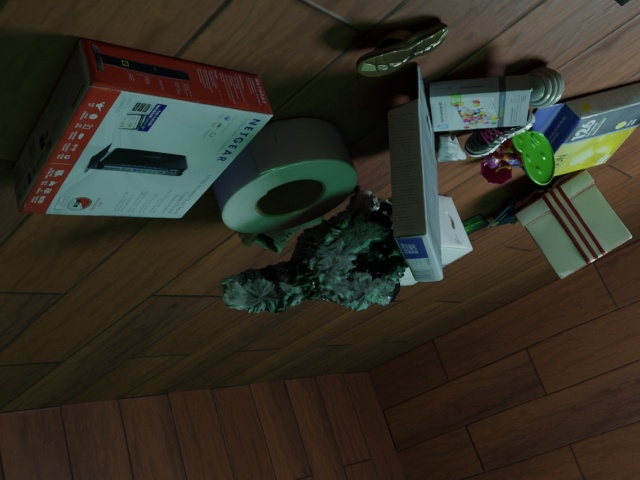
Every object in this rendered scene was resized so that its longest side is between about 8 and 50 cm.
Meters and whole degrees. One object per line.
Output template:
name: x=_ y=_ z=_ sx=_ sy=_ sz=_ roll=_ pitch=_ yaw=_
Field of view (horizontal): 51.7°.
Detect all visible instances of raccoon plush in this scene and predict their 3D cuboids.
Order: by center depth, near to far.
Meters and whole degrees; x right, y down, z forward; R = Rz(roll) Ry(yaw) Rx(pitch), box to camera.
raccoon plush: x=0.000 y=0.000 z=1.475 sx=0.445 sy=0.216 sz=0.299 roll=-1 pitch=-160 yaw=-6

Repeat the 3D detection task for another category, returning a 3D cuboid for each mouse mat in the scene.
mouse mat: x=0.446 y=-0.028 z=2.130 sx=0.189 sy=0.007 sz=0.152 roll=-26 pitch=158 yaw=19

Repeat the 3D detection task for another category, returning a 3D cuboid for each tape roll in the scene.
tape roll: x=-0.073 y=-0.123 z=1.316 sx=0.286 sy=0.100 sz=0.286 roll=-16 pitch=159 yaw=-6

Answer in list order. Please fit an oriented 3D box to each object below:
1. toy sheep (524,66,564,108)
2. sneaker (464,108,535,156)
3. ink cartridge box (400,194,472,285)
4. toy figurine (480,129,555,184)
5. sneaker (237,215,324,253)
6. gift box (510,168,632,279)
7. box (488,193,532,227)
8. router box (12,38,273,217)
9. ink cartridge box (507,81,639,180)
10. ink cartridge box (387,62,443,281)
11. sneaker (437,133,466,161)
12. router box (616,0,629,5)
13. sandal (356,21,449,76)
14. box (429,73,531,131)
toy sheep: x=0.441 y=-0.306 z=1.329 sx=0.132 sy=0.091 sz=0.091 roll=-25 pitch=168 yaw=-43
sneaker: x=0.393 y=-0.248 z=1.462 sx=0.170 sy=0.063 sz=0.075 roll=-28 pitch=158 yaw=10
ink cartridge box: x=0.254 y=-0.001 z=1.800 sx=0.168 sy=0.171 sz=0.232 roll=3 pitch=149 yaw=-45
toy figurine: x=0.448 y=-0.194 z=1.592 sx=0.173 sy=0.130 sz=0.159 roll=39 pitch=150 yaw=-27
sneaker: x=-0.091 y=-0.025 z=1.516 sx=0.232 sy=0.115 sz=0.090 roll=-7 pitch=161 yaw=-27
gift box: x=0.714 y=-0.047 z=1.917 sx=0.255 sy=0.258 sz=0.276 roll=-33 pitch=168 yaw=12
box: x=0.640 y=-0.100 z=2.073 sx=0.225 sy=0.037 sz=0.136 roll=-11 pitch=157 yaw=-23
router box: x=-0.292 y=-0.157 z=1.067 sx=0.301 sy=0.082 sz=0.335 roll=0 pitch=152 yaw=-41
ink cartridge box: x=0.633 y=-0.256 z=1.645 sx=0.307 sy=0.072 sz=0.304 roll=-17 pitch=160 yaw=-11
ink cartridge box: x=0.186 y=-0.115 z=1.286 sx=0.071 sy=0.330 sz=0.324 roll=-6 pitch=161 yaw=14
sneaker: x=0.296 y=-0.208 z=1.484 sx=0.053 sy=0.061 sz=0.152 roll=-3 pitch=-174 yaw=19
router box: x=0.504 y=-0.494 z=0.921 sx=0.242 sy=0.081 sz=0.308 roll=5 pitch=149 yaw=-47
sandal: x=0.130 y=-0.321 z=1.085 sx=0.180 sy=0.049 sz=0.072 roll=-29 pitch=168 yaw=-16
box: x=0.311 y=-0.267 z=1.294 sx=0.186 sy=0.038 sz=0.145 roll=-1 pitch=163 yaw=13
